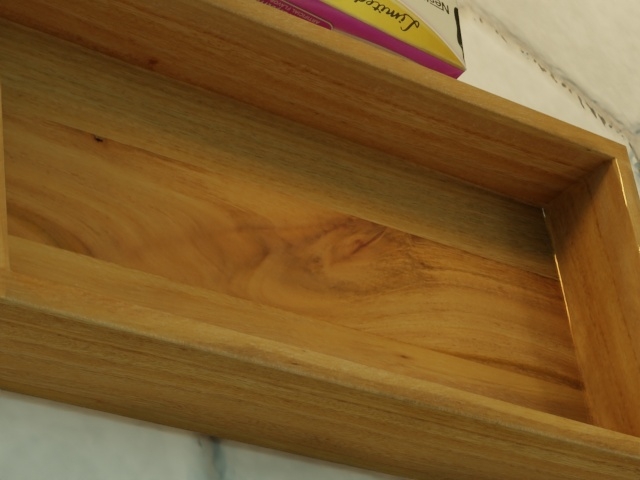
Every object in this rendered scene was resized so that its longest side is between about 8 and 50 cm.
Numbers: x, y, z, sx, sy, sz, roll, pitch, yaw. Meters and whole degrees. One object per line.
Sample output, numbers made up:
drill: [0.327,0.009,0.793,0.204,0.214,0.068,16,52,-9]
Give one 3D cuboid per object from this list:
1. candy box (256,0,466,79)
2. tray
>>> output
candy box: [-0.011,-0.191,1.032,0.159,0.071,0.233,21,49,-33]
tray: [0.000,0.000,0.898,0.411,0.076,0.203,18,50,-36]
